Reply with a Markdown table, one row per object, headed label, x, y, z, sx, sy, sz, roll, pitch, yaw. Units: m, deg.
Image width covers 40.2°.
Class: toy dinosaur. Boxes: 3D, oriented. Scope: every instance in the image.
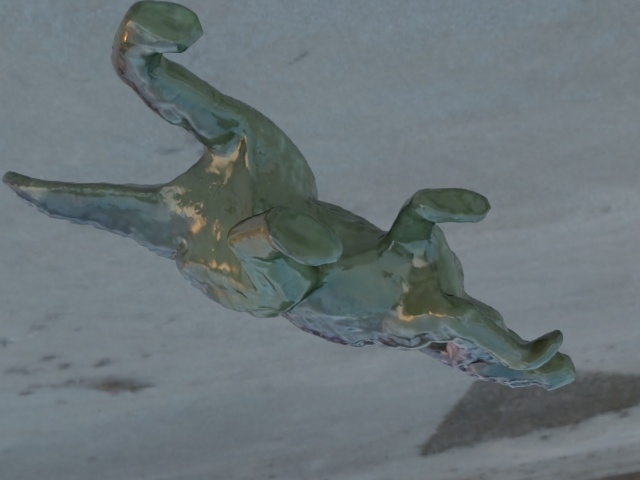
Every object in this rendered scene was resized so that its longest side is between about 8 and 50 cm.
| label | x | y | z | sx | sy | sz | roll | pitch | yaw |
| --- | --- | --- | --- | --- | --- | --- | --- | --- | --- |
| toy dinosaur | -0.002 | 0.007 | 0.402 | 0.294 | 0.077 | 0.162 | 32 | 157 | -4 |
